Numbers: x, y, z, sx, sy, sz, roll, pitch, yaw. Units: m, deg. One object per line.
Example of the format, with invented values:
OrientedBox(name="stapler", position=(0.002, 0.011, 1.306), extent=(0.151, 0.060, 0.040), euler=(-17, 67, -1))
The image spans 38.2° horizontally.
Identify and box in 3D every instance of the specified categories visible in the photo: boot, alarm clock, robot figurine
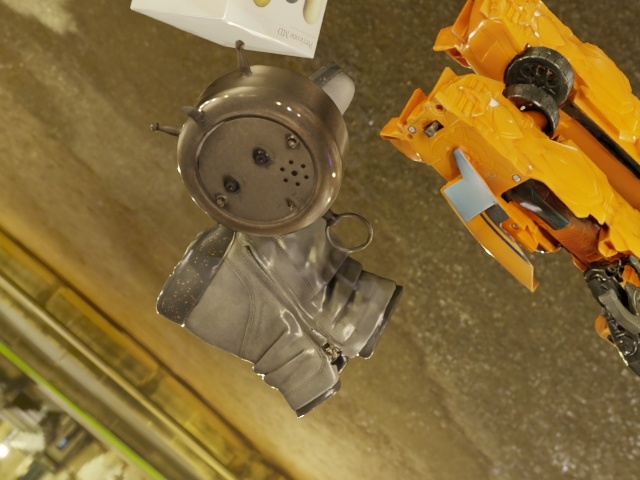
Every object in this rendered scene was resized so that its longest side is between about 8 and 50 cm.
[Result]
OrientedBox(name="boot", position=(0.000, 0.000, 0.991), extent=(0.222, 0.338, 0.118), euler=(32, -173, 4))
OrientedBox(name="alarm clock", position=(-0.031, -0.053, 0.722), extent=(0.192, 0.064, 0.129), euler=(40, 120, -20))
OrientedBox(name="robot figurine", position=(0.185, -0.030, 0.621), extent=(0.291, 0.211, 0.085), euler=(42, 143, -14))

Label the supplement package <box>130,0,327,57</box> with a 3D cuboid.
OrientedBox(name="supplement package", position=(-0.108, -0.423, 1.322), extent=(0.198, 0.263, 0.199), euler=(17, -176, 38))
